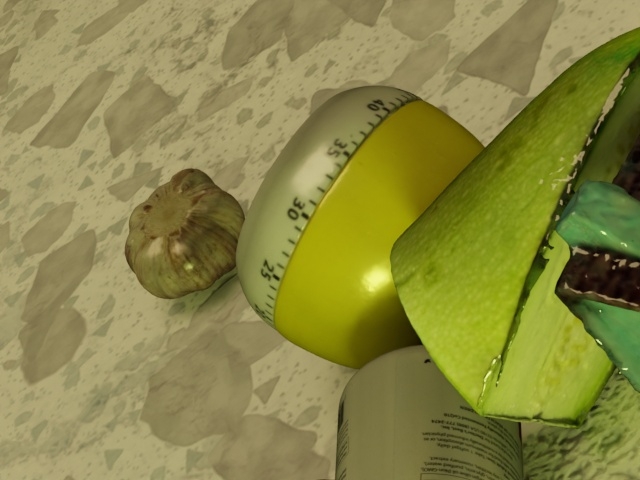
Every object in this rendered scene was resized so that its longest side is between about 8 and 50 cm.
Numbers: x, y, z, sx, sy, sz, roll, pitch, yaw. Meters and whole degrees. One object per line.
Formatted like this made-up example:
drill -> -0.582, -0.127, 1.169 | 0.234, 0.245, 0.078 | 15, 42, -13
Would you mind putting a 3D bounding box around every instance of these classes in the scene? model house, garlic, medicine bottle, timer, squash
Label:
model house -> 0.324, -0.025, 1.280 | 0.280, 0.249, 0.230 | -56, 1, -32
garlic -> -0.153, 0.000, 2.027 | 0.147, 0.102, 0.159 | -22, 45, 11
medicine bottle -> 0.087, 0.233, 1.418 | 0.157, 0.157, 0.288 | -27, 35, 24
timer -> 0.086, 0.014, 1.645 | 0.285, 0.285, 0.285 | -29, 33, 21
squash -> 0.233, -0.023, 1.424 | 0.309, 0.234, 0.210 | -41, 60, 21

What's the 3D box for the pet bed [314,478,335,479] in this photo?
pet bed -> -0.023, 0.295, 1.567 | 0.201, 0.053, 0.201 | -29, 29, 17
